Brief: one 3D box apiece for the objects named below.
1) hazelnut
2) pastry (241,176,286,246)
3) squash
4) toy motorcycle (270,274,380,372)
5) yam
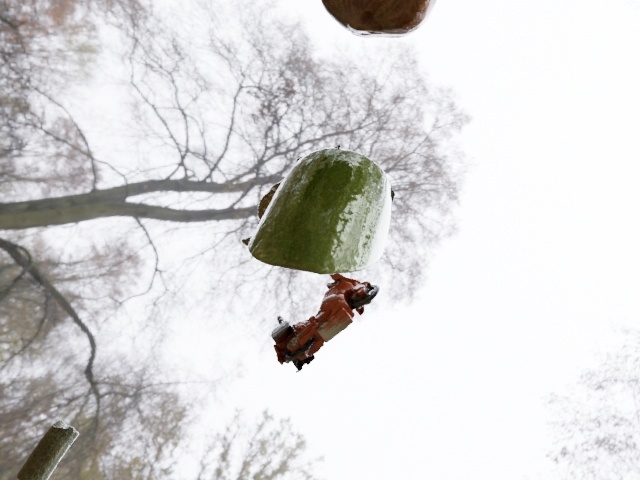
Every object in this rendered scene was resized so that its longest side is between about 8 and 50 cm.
[{"bbox_3d":[0.086,-0.382,0.791,0.182,0.182,0.182,11,-72,38],"label":"hazelnut"},{"bbox_3d":[-0.009,-0.031,1.148,0.240,0.235,0.132,3,-43,19],"label":"pastry"},{"bbox_3d":[0.000,0.000,0.802,0.190,0.260,0.189,10,-42,10],"label":"squash"},{"bbox_3d":[0.010,0.206,1.481,0.147,0.326,0.221,54,-4,-13],"label":"toy motorcycle"},{"bbox_3d":[-0.399,0.313,0.807,0.043,0.094,0.043,20,-32,13],"label":"yam"}]
